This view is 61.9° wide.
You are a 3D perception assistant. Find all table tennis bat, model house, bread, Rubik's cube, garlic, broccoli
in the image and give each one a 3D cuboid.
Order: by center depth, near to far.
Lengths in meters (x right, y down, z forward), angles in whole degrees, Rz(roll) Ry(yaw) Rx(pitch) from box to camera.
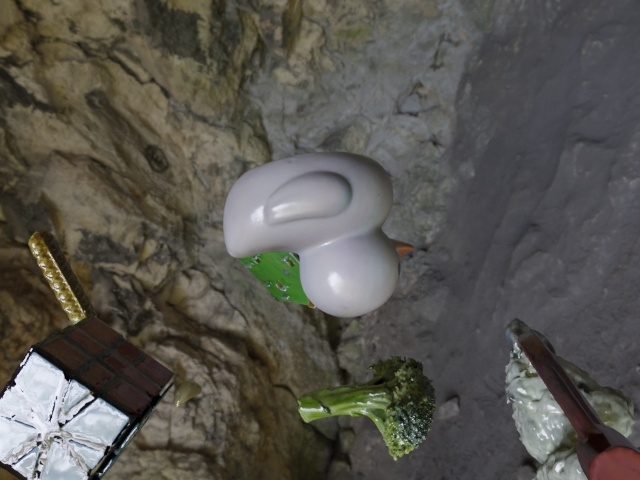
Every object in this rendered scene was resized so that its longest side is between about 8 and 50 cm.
[{"bbox_3d":[0.230,0.167,0.452,0.038,0.200,0.310,-36,-19,11],"label":"table tennis bat"},{"bbox_3d":[-0.559,0.389,1.250,0.288,0.293,0.283,-55,0,6],"label":"Rubik's cube"},{"bbox_3d":[-0.333,0.379,1.340,0.083,0.041,0.053,-13,-78,-52],"label":"garlic"},{"bbox_3d":[-0.029,0.009,1.513,0.313,0.242,0.357,-48,23,-26],"label":"model house"},{"bbox_3d":[0.159,0.504,1.601,0.353,0.397,0.275,-22,71,63],"label":"broccoli"},{"bbox_3d":[-0.868,0.136,1.802,0.367,0.084,0.077,68,165,-16],"label":"bread"}]

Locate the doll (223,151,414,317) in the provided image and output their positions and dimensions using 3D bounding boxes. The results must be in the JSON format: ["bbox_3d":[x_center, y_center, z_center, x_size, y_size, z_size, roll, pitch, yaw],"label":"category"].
[{"bbox_3d":[0.000,0.000,0.704,0.221,0.251,0.221,177,90,-79],"label":"doll"}]

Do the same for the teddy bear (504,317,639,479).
[{"bbox_3d":[0.431,0.298,0.757,0.375,0.327,0.362,-7,63,50],"label":"teddy bear"}]
